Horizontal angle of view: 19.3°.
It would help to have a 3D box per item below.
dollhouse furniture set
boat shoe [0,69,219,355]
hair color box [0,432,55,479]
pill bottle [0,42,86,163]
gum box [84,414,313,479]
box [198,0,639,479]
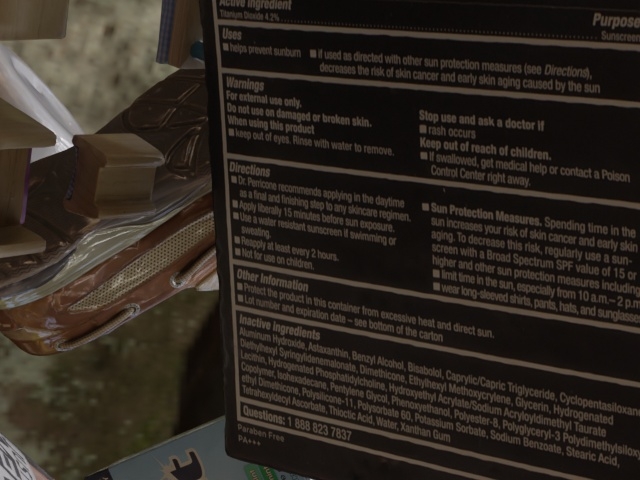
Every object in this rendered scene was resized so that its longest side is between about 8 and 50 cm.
[{"bbox_3d":[-0.118,-0.164,1.114,0.198,0.303,0.286,25,-66,44],"label":"dollhouse furniture set"},{"bbox_3d":[-0.088,-0.030,1.257,0.324,0.116,0.123,-26,-136,-5],"label":"boat shoe"},{"bbox_3d":[-0.253,0.278,1.638,0.105,0.347,0.174,-41,-150,1],"label":"hair color box"},{"bbox_3d":[-0.322,-0.031,1.544,0.264,0.146,0.146,-41,-114,4],"label":"pill bottle"},{"bbox_3d":[-0.054,0.196,1.241,0.184,0.041,0.157,-26,-92,37],"label":"gum box"},{"bbox_3d":[0.105,-0.024,0.962,0.296,0.182,0.294,9,-71,39],"label":"box"}]
